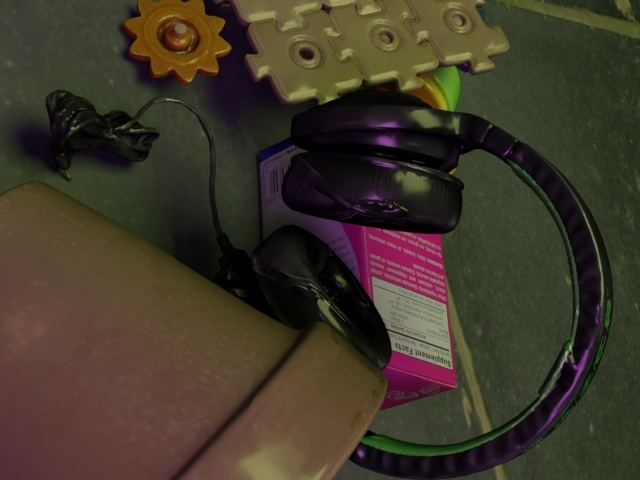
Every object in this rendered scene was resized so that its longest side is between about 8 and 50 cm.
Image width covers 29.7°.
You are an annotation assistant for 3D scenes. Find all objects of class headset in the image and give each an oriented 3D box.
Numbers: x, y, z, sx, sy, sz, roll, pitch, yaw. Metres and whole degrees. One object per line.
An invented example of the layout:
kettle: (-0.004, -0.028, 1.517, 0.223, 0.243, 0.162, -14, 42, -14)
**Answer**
headset: (0.000, 0.000, 0.819, 0.243, 0.394, 0.185, -63, 158, 4)

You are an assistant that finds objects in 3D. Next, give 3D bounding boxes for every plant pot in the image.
plant pot: (-0.129, 0.093, 0.678, 0.229, 0.263, 0.263, 46, 38, -1)

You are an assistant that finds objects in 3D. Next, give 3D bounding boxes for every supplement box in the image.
supplement box: (0.028, 0.022, 0.997, 0.114, 0.111, 0.220, 23, 55, -43)

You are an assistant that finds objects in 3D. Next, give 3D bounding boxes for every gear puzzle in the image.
gear puzzle: (-0.006, -0.181, 1.030, 0.339, 0.044, 0.175, -17, 71, -28)

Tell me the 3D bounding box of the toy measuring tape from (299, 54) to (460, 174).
toy measuring tape: (0.035, -0.181, 1.113, 0.330, 0.121, 0.121, 48, 40, -24)
